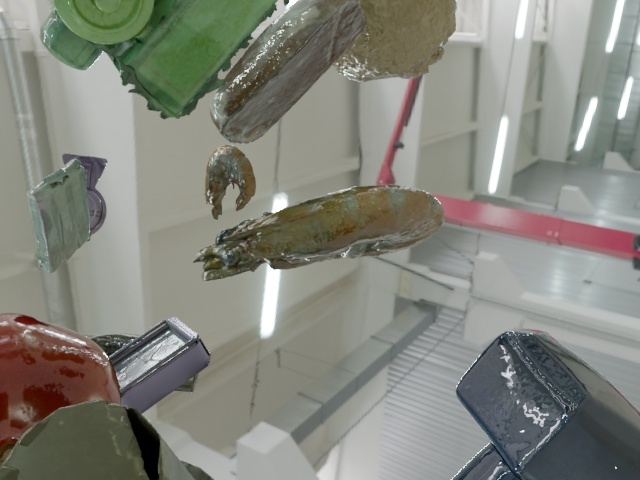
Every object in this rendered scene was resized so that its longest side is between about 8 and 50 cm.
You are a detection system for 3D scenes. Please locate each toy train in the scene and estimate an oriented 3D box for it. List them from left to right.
[{"bbox_3d":[-0.143,-0.262,0.586,0.271,0.159,0.188,-48,-44,7],"label":"toy train"}]

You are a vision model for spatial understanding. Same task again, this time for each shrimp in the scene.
[{"bbox_3d":[-0.213,-0.127,1.408,0.052,0.133,0.187,-29,-35,-49],"label":"shrimp"},{"bbox_3d":[0.000,0.000,0.776,0.168,0.318,0.077,73,-174,-65],"label":"shrimp"}]

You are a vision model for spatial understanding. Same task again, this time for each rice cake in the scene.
[{"bbox_3d":[-0.473,-0.044,1.118,0.124,0.038,0.211,-53,-12,-37],"label":"rice cake"}]

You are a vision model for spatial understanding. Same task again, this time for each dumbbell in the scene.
[{"bbox_3d":[0.109,0.225,0.478,0.144,0.160,0.324,27,-74,-32],"label":"dumbbell"}]

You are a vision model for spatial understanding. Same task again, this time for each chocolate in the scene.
[{"bbox_3d":[-0.057,-0.249,0.849,0.254,0.080,0.157,-44,-5,11],"label":"chocolate"}]

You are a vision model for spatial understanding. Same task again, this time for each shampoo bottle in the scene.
[{"bbox_3d":[-0.457,0.272,1.438,0.125,0.351,0.084,-86,8,-50],"label":"shampoo bottle"}]

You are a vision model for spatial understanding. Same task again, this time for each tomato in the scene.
[{"bbox_3d":[-0.423,0.237,0.832,0.299,0.226,0.298,-16,-60,-31],"label":"tomato"}]

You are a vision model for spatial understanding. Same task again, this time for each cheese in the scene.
[{"bbox_3d":[-0.514,-0.091,1.329,0.105,0.042,0.190,6,-99,-20],"label":"cheese"}]

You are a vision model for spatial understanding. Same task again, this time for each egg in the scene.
[{"bbox_3d":[0.121,-0.422,1.114,0.310,0.279,0.279,-38,-46,-34],"label":"egg"}]

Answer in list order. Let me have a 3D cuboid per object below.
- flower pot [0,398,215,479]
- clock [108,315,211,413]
[{"bbox_3d":[-0.192,0.265,0.588,0.212,0.213,0.202,-48,-28,-38],"label":"flower pot"},{"bbox_3d":[-0.330,0.244,1.213,0.193,0.145,0.073,-35,-60,-25],"label":"clock"}]
